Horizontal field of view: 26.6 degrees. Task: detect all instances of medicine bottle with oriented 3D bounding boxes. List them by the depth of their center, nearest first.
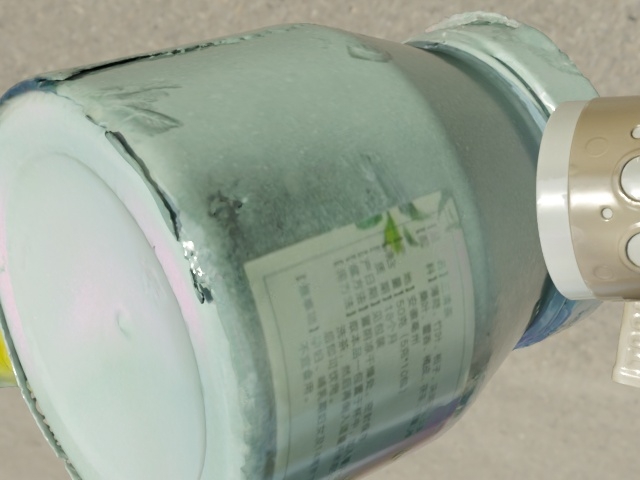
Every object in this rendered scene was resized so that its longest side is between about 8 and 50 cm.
[{"bbox_3d":[0.000,0.000,0.721,0.245,0.290,0.245,29,130,42],"label":"medicine bottle"}]

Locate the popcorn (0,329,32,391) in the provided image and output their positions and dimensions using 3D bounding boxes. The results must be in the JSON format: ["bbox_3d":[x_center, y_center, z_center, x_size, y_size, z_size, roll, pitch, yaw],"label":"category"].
[{"bbox_3d":[-0.204,0.003,0.980,0.250,0.242,0.235,15,148,-27],"label":"popcorn"}]

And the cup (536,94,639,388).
[{"bbox_3d":[0.131,-0.002,0.456,0.099,0.102,0.074,-2,166,30],"label":"cup"}]
